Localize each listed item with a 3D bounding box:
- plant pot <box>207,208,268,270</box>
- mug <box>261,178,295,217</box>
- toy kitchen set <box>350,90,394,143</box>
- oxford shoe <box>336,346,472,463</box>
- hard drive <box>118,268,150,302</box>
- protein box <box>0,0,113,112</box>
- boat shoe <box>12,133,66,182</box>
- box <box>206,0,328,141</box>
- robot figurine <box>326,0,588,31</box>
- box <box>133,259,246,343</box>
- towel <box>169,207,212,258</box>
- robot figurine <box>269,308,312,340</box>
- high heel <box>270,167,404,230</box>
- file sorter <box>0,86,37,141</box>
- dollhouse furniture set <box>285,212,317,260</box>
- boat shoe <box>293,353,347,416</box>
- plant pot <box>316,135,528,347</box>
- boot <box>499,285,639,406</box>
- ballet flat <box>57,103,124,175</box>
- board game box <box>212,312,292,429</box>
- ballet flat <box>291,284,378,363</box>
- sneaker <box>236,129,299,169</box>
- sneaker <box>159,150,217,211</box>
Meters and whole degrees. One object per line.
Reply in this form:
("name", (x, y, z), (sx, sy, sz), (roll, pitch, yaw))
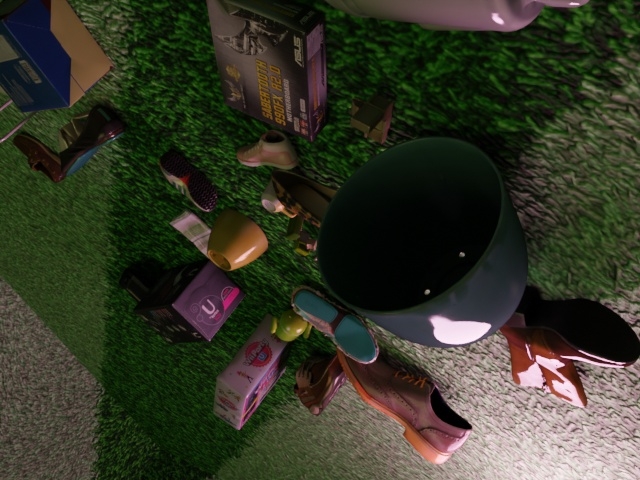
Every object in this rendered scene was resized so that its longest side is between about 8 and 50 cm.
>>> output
("plant pot", (-0.199, 0.011, 1.742), (0.134, 0.095, 0.134), (28, 149, 18))
("mug", (-0.076, -0.085, 1.502), (0.078, 0.064, 0.062), (27, 149, 17))
("toy kitchen set", (0.062, -0.181, 1.202), (0.068, 0.075, 0.083), (29, 146, 17))
("oxford shoe", (0.195, 0.341, 1.801), (0.364, 0.130, 0.133), (43, 119, 4))
("hard drive", (-0.515, 0.159, 2.271), (0.172, 0.054, 0.255), (47, 168, -15))
("protein box", (-0.562, -0.375, 1.544), (0.201, 0.136, 0.200), (5, 138, 44))
("boat shoe", (-0.741, -0.216, 2.047), (0.178, 0.060, 0.064), (35, 151, 5))
("box", (-0.080, -0.282, 1.233), (0.183, 0.056, 0.231), (26, 149, 18))
("robot figurine", (0.118, -0.326, 0.805), (0.353, 0.200, 0.300), (16, 155, 32))
("box", (-0.349, 0.165, 2.055), (0.143, 0.165, 0.270), (47, 151, -19))
("towel", (-0.291, -0.009, 1.889), (0.152, 0.023, 0.113), (45, 151, -14))
("robot figurine", (-0.073, 0.207, 1.914), (0.101, 0.067, 0.115), (14, 154, -15))
("high heel", (0.021, -0.065, 1.382), (0.186, 0.093, 0.261), (42, 161, -25))
("file sorter", (-0.778, -0.379, 1.740), (0.193, 0.173, 0.277), (23, 148, 26))
("dollhouse furniture set", (0.000, 0.000, 1.585), (0.152, 0.058, 0.076), (29, 149, -26))
("boat shoe", (-0.010, 0.364, 2.021), (0.120, 0.122, 0.324), (37, 150, 7))
("plant pot", (0.177, 0.028, 1.182), (0.293, 0.293, 0.235), (10, 157, 40))
("boot", (0.430, 0.217, 1.351), (0.264, 0.096, 0.280), (13, 144, 36))
("ballet flat", (-0.535, -0.237, 1.775), (0.280, 0.095, 0.096), (-23, 106, 46))
("board game box", (-0.181, 0.358, 2.088), (0.097, 0.224, 0.303), (33, 151, 10))
("ballet flat", (0.036, 0.184, 1.771), (0.241, 0.091, 0.077), (42, -179, 1))
("sneaker", (-0.104, -0.173, 1.425), (0.134, 0.051, 0.070), (11, 140, 33))
("sneaker", (-0.289, -0.129, 1.697), (0.161, 0.057, 0.075), (45, 167, -17))
